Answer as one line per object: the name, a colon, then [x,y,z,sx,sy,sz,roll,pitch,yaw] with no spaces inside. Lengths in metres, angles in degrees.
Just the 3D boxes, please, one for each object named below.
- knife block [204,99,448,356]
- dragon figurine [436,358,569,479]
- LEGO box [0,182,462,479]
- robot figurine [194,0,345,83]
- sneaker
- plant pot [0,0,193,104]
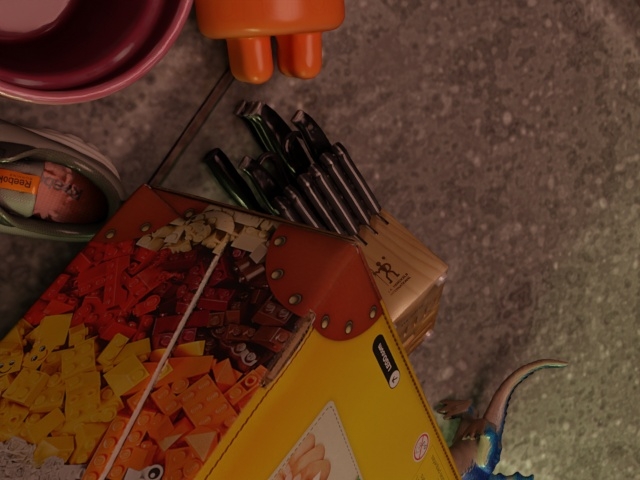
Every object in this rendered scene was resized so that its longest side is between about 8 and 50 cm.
knife block: [0.000,0.000,0.870,0.088,0.242,0.276,-42,161,-14]
dragon figurine: [0.167,0.253,0.997,0.289,0.085,0.144,-44,117,-14]
LEGO box: [-0.069,0.272,0.679,0.372,0.193,0.500,-53,139,-27]
robot figurine: [-0.044,-0.242,0.761,0.128,0.158,0.219,-35,123,-64]
sneaker: [-0.267,-0.060,0.686,0.271,0.108,0.100,13,95,-29]
plant pot: [-0.207,-0.200,0.648,0.201,0.180,0.201,-6,103,-28]
